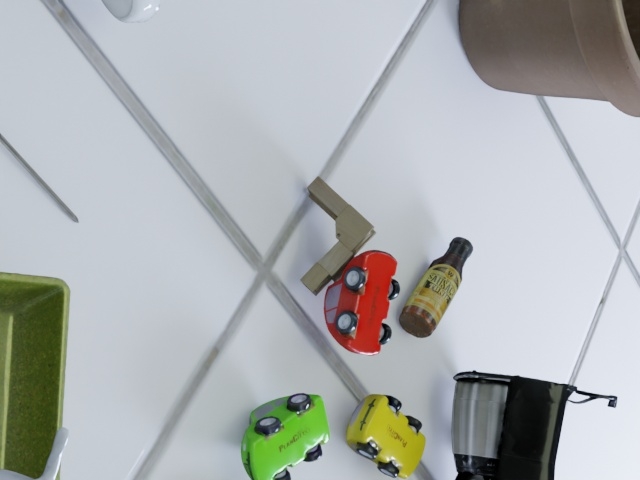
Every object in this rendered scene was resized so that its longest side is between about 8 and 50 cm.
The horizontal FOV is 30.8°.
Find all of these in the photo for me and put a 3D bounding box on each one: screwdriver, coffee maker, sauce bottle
[{"bbox_3d":[-0.232,-0.067,0.856,0.025,0.024,0.170,-38,126,-11],"label":"screwdriver"},{"bbox_3d":[0.211,0.236,1.217,0.120,0.171,0.178,30,65,-61],"label":"coffee maker"},{"bbox_3d":[0.126,0.046,1.234,0.042,0.042,0.128,56,48,-29],"label":"sauce bottle"}]

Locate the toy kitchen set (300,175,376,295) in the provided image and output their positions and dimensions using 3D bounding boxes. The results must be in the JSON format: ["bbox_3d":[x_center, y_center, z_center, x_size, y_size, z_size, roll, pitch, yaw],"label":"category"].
[{"bbox_3d":[0.000,0.000,1.109,0.083,0.075,0.068,-46,168,-4],"label":"toy kitchen set"}]

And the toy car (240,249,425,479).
[{"bbox_3d":[0.001,0.147,1.065,0.225,0.053,0.239,-29,116,-41],"label":"toy car"}]

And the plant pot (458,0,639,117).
[{"bbox_3d":[0.286,-0.260,1.301,0.263,0.229,0.263,5,84,-49],"label":"plant pot"}]

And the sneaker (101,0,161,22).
[{"bbox_3d":[-0.206,-0.255,0.861,0.115,0.090,0.232,-41,108,-35],"label":"sneaker"}]

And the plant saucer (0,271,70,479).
[{"bbox_3d":[-0.262,0.112,0.781,0.188,0.045,0.188,10,79,-48],"label":"plant saucer"}]

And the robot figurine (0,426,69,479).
[{"bbox_3d":[-0.237,0.270,0.644,0.353,0.199,0.300,-45,138,-22],"label":"robot figurine"}]
